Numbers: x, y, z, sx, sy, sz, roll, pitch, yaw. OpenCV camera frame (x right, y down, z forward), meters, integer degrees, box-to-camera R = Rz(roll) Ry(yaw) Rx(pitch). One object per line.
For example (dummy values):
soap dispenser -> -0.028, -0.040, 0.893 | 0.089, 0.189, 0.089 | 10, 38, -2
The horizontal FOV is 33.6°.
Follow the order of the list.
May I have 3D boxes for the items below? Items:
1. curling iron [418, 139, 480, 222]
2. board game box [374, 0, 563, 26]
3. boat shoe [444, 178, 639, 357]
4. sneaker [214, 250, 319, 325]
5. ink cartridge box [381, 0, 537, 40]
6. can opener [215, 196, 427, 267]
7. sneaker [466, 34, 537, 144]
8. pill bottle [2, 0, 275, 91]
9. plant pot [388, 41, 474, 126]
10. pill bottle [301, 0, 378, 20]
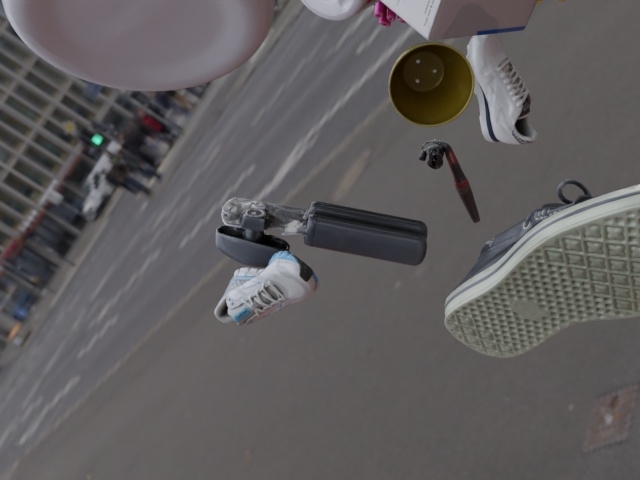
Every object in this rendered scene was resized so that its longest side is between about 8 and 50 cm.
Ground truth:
curling iron -> 0.273, -0.119, 2.146 | 0.068, 0.274, 0.035 | 3, 61, 34
board game box -> 0.216, -0.500, 1.893 | 0.390, 0.390, 0.050 | -3, 76, 25
boat shoe -> 0.336, 0.017, 1.364 | 0.156, 0.186, 0.500 | -59, 11, -29
sneaker -> -0.072, 0.072, 1.337 | 0.083, 0.071, 0.190 | -50, 14, -32
ink cartridge box -> 0.114, -0.300, 1.102 | 0.148, 0.203, 0.086 | -14, -43, -35
can opener -> 0.000, 0.000, 1.439 | 0.076, 0.283, 0.095 | -78, -1, -60
sneaker -> 0.336, -0.282, 1.935 | 0.090, 0.235, 0.094 | -41, 35, -28
pill bottle -> -0.143, -0.326, 0.883 | 0.210, 0.210, 0.363 | -41, 44, 52
plant pot -> 0.170, -0.258, 1.683 | 0.134, 0.134, 0.095 | -53, 16, 18
pill bottle -> 0.093, -0.451, 1.562 | 0.283, 0.161, 0.161 | -37, 0, -33
